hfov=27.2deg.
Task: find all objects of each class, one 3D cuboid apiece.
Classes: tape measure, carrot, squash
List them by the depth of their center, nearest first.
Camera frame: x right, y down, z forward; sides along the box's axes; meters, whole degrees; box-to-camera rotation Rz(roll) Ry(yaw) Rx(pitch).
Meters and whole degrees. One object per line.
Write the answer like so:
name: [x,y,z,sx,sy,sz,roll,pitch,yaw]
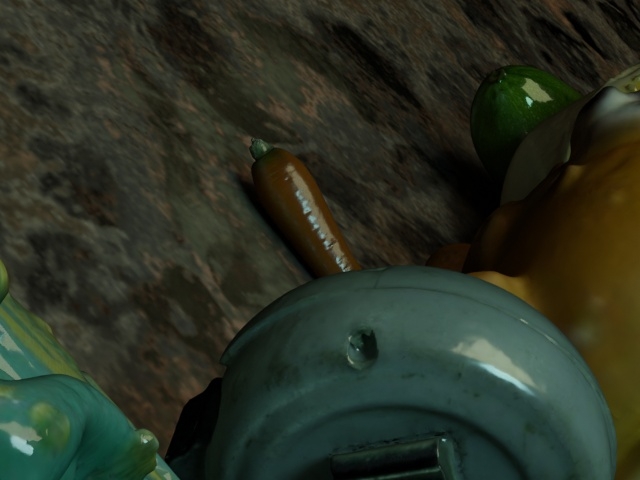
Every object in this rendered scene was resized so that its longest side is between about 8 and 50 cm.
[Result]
tape measure: [0.110,0.067,0.464,0.084,0.330,0.164,-83,154,-55]
carrot: [0.000,0.000,0.763,0.142,0.035,0.035,56,27,3]
squash: [0.248,-0.032,1.085,0.395,0.107,0.107,25,33,-40]

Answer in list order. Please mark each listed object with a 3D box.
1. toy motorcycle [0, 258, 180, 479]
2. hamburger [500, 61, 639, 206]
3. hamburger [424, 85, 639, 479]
toy motorcycle: [-0.123,0.043,0.375,0.296,0.109,0.198,52,-5,-27]
hamburger: [0.260,-0.023,0.931,0.295,0.151,0.227,-33,113,-39]
hamburger: [0.173,0.056,0.700,0.237,0.276,0.276,34,26,2]
